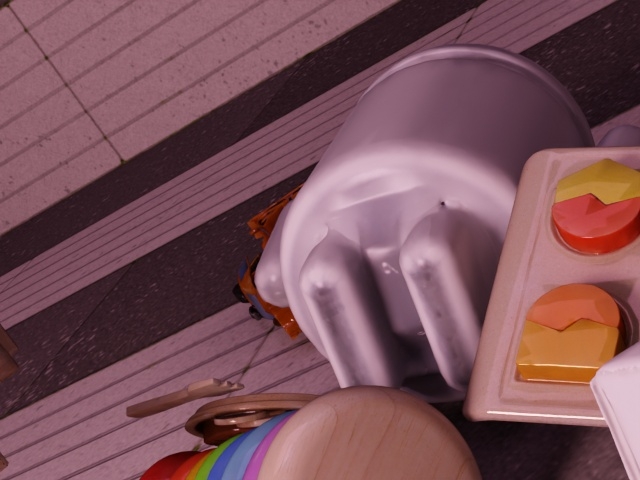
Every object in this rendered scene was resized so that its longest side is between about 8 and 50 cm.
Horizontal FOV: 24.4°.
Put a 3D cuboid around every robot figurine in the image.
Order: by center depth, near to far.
[{"bbox_3d":[0.092,-0.020,1.081,0.300,0.200,0.353,-9,25,23],"label":"robot figurine"},{"bbox_3d":[0.000,0.000,1.463,0.211,0.085,0.291,-34,14,0],"label":"robot figurine"}]

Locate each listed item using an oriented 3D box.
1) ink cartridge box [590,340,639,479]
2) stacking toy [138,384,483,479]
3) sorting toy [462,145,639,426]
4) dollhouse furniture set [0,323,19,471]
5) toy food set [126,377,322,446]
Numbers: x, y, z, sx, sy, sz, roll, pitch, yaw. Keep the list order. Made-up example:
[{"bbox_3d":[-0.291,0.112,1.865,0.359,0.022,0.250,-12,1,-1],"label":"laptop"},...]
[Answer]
[{"bbox_3d":[0.249,0.056,0.368,0.270,0.197,0.198,-26,6,-36],"label":"ink cartridge box"},{"bbox_3d":[-0.037,0.177,0.931,0.141,0.141,0.330,-43,10,-28],"label":"stacking toy"},{"bbox_3d":[0.189,0.018,0.836,0.208,0.038,0.193,-3,53,30],"label":"sorting toy"},{"bbox_3d":[-0.312,0.178,0.976,0.256,0.394,0.362,-36,14,-3],"label":"dollhouse furniture set"},{"bbox_3d":[-0.031,0.135,1.032,0.132,0.192,0.039,-23,62,47],"label":"toy food set"}]
